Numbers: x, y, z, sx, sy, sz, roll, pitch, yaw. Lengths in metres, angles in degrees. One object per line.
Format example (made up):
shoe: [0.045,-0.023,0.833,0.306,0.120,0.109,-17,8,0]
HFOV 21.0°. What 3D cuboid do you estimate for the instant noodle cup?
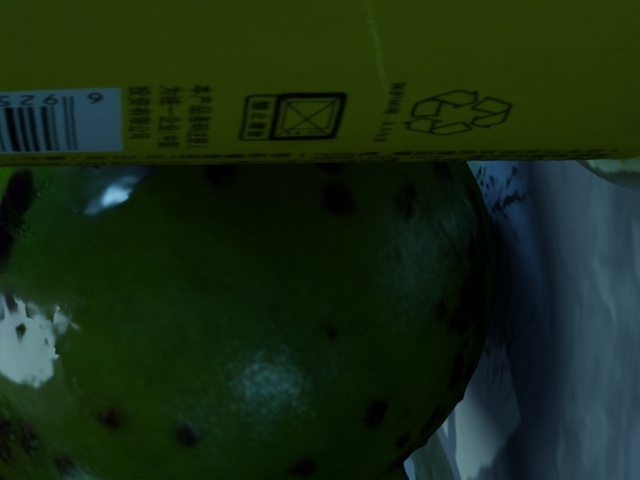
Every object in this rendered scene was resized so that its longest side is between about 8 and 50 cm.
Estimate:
instant noodle cup: [-0.053,-0.154,0.417,0.325,0.254,0.325,171,90,-82]

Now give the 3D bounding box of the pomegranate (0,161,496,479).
pomegranate: [-0.025,0.046,0.629,0.263,0.211,0.211,62,171,-2]
